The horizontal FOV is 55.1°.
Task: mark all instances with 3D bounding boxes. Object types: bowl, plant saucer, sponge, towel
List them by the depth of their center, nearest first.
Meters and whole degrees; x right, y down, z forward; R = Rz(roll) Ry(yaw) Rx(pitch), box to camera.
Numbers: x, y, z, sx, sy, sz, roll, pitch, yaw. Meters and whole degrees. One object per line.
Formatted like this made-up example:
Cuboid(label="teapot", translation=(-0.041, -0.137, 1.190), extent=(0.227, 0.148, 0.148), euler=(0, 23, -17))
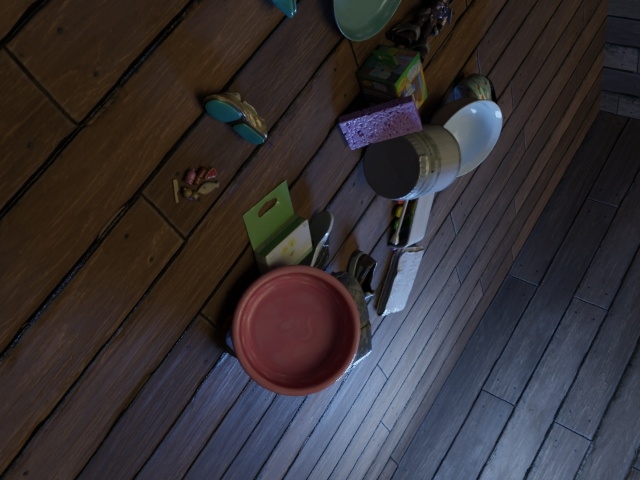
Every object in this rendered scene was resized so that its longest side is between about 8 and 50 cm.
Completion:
Cuboid(label="plant saucer", translation=(0.121, -0.651, 1.501), extent=(0.317, 0.044, 0.317), euler=(-39, 147, -31))
Cuboid(label="plant saucer", translation=(-0.066, 0.230, 1.590), extent=(0.332, 0.332, 0.084), euler=(-60, -173, -10))
Cuboid(label="sponge", translation=(0.166, -0.323, 1.689), extent=(0.117, 0.210, 0.031), euler=(58, 23, -53))
Cuboid(label="bowl", translation=(0.463, -0.373, 2.103), extent=(0.298, 0.134, 0.297), euler=(-20, 136, -21))
Cuboid(label="towel", translation=(0.306, 0.150, 2.338), extent=(0.187, 0.049, 0.282), euler=(-4, 114, -55))

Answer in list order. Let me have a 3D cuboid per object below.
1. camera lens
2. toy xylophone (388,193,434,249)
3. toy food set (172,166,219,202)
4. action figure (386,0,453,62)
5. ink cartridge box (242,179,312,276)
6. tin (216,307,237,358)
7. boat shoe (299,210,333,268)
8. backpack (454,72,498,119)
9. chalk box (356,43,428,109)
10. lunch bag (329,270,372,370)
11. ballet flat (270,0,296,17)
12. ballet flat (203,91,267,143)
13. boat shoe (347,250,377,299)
Cuboid(label="camera lens", translation=(0.286, -0.242, 1.884), extent=(0.274, 0.219, 0.219), euler=(-19, 125, -50))
Cuboid(label="toy xylophone", translation=(0.309, -0.108, 2.138), extent=(0.236, 0.081, 0.322), euler=(-8, 117, -55))
Cuboid(label="toy food set", translation=(-0.264, -0.125, 1.331), extent=(0.122, 0.019, 0.078), euler=(-34, 136, -41))
Cuboid(label="action figure", translation=(0.306, -0.645, 1.773), extent=(0.285, 0.099, 0.185), euler=(-56, 140, -24))
Cuboid(label="ink cartridge box", translation=(-0.106, -0.016, 1.609), extent=(0.171, 0.056, 0.235), euler=(-44, 144, -31))
Cuboid(label="tin", translation=(-0.214, 0.255, 1.645), extent=(0.106, 0.040, 0.189), euler=(-50, 145, -17))
Cuboid(label="boat shoe", translation=(0.000, 0.000, 1.773), extent=(0.083, 0.065, 0.183), euler=(4, 113, -58))
Cuboid(label="backpack", translation=(0.549, -0.498, 2.187), extent=(0.115, 0.152, 0.182), euler=(-41, 133, -33))
Cuboid(label="chalk box", translation=(0.197, -0.448, 1.698), extent=(0.132, 0.132, 0.213), euler=(-53, 147, -19))
Cuboid(label="lunch bag", translation=(0.007, 0.240, 1.799), extent=(0.305, 0.213, 0.256), euler=(-17, 106, -54))
Cuboid(label="ballet flat", translation=(-0.112, -0.560, 1.231), extent=(0.087, 0.083, 0.247), euler=(-25, 135, -15))
Cuboid(label="ballet flat", translation=(-0.183, -0.278, 1.325), extent=(0.206, 0.073, 0.067), euler=(37, 51, -61))
Cuboid(label="boat shoe", translation=(0.131, 0.167, 2.040), extent=(0.095, 0.095, 0.257), euler=(-23, 129, -48))
